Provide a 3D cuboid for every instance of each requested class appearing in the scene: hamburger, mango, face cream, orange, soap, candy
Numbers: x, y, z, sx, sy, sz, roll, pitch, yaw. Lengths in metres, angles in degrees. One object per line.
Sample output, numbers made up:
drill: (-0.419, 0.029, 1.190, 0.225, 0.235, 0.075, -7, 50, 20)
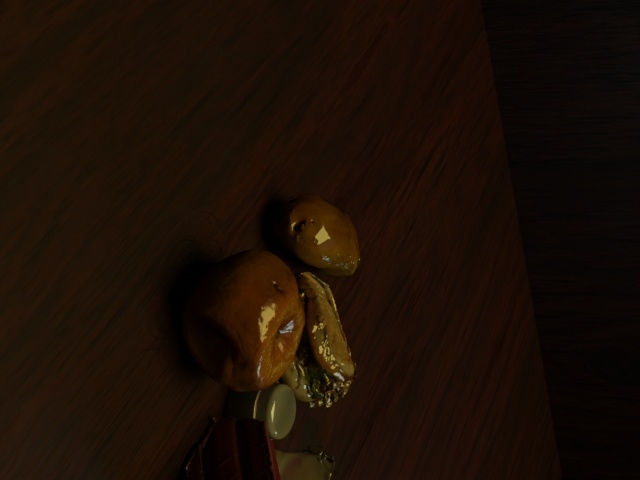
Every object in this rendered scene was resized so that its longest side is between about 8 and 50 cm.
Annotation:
hamburger: (-0.022, 0.193, 1.916, 0.243, 0.146, 0.286, -74, 141, -67)
mango: (0.000, 0.000, 1.964, 0.248, 0.151, 0.156, 49, 15, -50)
face cream: (-0.110, 0.314, 1.816, 0.117, 0.104, 0.117, -3, 93, -64)
orange: (-0.131, 0.129, 1.683, 0.249, 0.183, 0.249, -56, 157, -38)
soap: (-0.147, 0.408, 1.677, 0.250, 0.162, 0.099, -105, 172, -55)
candy: (-0.054, 0.489, 1.846, 0.185, 0.137, 0.195, 107, -6, -71)
